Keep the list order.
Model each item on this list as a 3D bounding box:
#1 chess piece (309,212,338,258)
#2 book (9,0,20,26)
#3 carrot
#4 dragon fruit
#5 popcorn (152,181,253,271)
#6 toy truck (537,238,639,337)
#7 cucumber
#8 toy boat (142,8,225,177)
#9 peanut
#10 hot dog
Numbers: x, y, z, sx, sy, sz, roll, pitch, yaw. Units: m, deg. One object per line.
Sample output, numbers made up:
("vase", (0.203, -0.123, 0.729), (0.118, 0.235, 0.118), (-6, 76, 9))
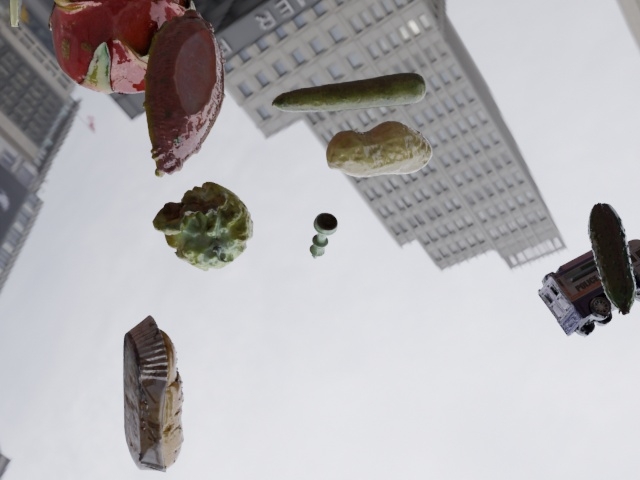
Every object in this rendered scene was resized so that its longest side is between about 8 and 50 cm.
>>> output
("chess piece", (0.000, 0.000, 1.764), (0.149, 0.059, 0.059), (108, 4, -50))
("book", (-0.713, -0.611, 1.715), (0.228, 0.024, 0.160), (-118, -145, -52))
("carrot", (0.066, -0.326, 1.639), (0.358, 0.074, 0.074), (-9, -155, -14))
("dragon fruit", (-0.378, -0.436, 1.413), (0.189, 0.290, 0.291), (113, 1, -52))
("popcorn", (-0.247, -0.029, 1.534), (0.197, 0.212, 0.198), (-13, -114, 30))
("toy truck", (0.648, 0.094, 1.665), (0.267, 0.124, 0.155), (-26, -114, -15))
("cucumber", (0.531, 0.032, 1.334), (0.069, 0.069, 0.228), (-20, -123, 32))
("toy boat", (-0.222, -0.261, 1.208), (0.099, 0.140, 0.318), (-23, -126, 51))
("peanut", (0.157, -0.242, 1.916), (0.318, 0.148, 0.147), (-4, -167, -30))
("hot dog", (-0.242, 0.226, 1.052), (0.069, 0.253, 0.131), (-12, -148, -30))
